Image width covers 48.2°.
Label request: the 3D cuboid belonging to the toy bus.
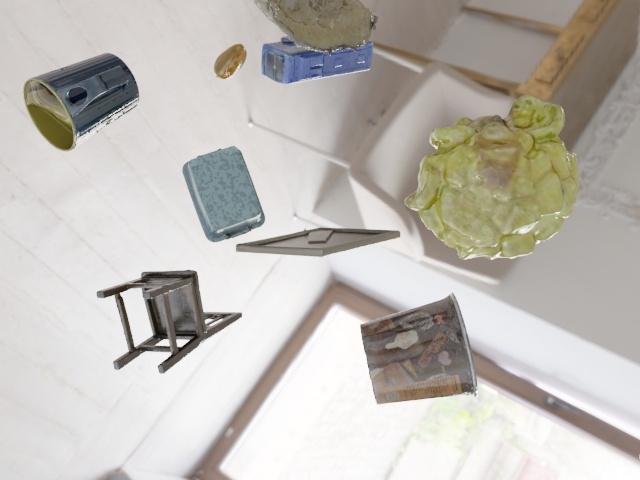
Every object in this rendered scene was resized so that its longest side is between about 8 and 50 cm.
[{"bbox_3d":[-0.003,-0.377,1.461,0.236,0.094,0.079,-19,123,-32],"label":"toy bus"}]

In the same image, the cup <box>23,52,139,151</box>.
[{"bbox_3d":[-0.393,-0.248,1.218,0.155,0.176,0.131,-42,110,-39],"label":"cup"}]

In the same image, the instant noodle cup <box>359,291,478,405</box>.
[{"bbox_3d":[0.196,0.231,1.457,0.207,0.218,0.218,-13,138,4],"label":"instant noodle cup"}]

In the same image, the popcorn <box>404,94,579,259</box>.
[{"bbox_3d":[0.240,-0.089,1.001,0.181,0.234,0.217,-63,158,-63],"label":"popcorn"}]

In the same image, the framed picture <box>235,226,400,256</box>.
[{"bbox_3d":[0.000,0.000,1.570,0.314,0.231,0.024,-14,103,-53],"label":"framed picture"}]

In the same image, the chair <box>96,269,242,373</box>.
[{"bbox_3d":[-0.425,0.190,2.103,0.416,0.203,0.241,-34,118,-60],"label":"chair"}]

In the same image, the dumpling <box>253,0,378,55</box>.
[{"bbox_3d":[-0.041,-0.420,1.288,0.332,0.086,0.166,25,79,-37],"label":"dumpling"}]

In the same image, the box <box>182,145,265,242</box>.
[{"bbox_3d":[-0.241,-0.120,1.788,0.162,0.227,0.130,-20,177,-10],"label":"box"}]

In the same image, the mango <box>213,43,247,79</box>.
[{"bbox_3d":[-0.229,-0.458,1.830,0.060,0.114,0.080,39,38,-23],"label":"mango"}]
